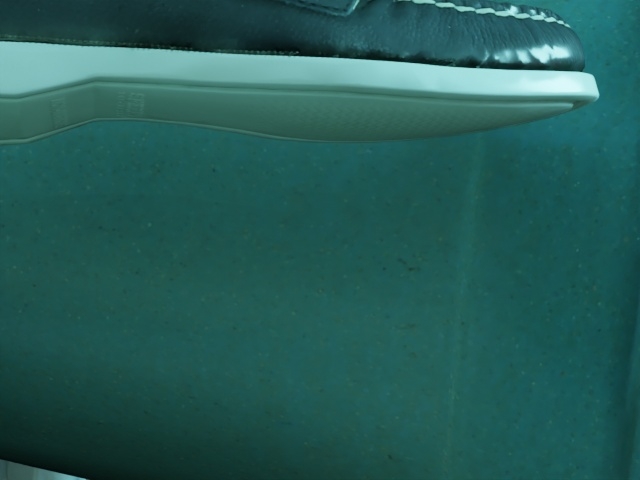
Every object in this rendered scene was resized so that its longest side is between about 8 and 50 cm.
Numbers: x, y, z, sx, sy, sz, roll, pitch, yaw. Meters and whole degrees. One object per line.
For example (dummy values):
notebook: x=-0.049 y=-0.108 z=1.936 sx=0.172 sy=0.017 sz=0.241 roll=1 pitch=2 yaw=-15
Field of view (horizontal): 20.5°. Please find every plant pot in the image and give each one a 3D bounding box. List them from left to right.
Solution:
plant pot: x=0.000 y=0.000 z=0.876 sx=0.341 sy=0.334 sz=0.341 roll=7 pitch=90 yaw=-83

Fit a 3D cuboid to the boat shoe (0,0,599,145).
boat shoe: x=-0.042 y=-0.086 z=0.651 sx=0.114 sy=0.302 sz=0.091 roll=154 pitch=-64 yaw=-70
